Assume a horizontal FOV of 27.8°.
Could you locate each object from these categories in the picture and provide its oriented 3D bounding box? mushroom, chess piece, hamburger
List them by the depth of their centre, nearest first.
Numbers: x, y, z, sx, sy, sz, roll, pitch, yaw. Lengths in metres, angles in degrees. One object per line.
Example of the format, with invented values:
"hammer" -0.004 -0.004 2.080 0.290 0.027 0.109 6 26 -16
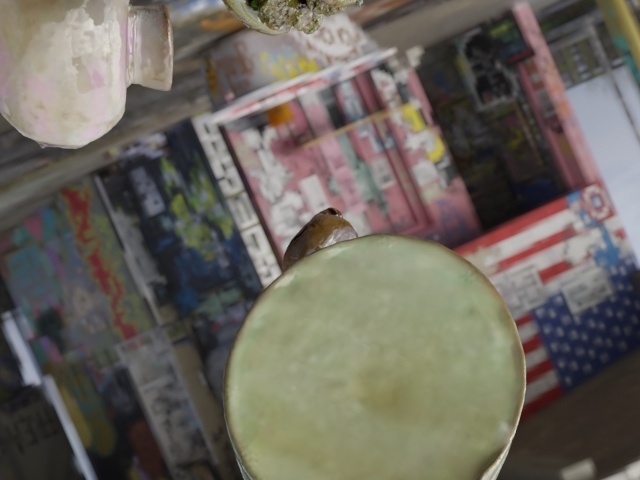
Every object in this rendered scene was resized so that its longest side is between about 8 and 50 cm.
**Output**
"chess piece" 0.043 0.191 1.125 0.234 0.234 0.442 -24 156 -10
"hamburger" -0.029 -0.296 1.357 0.131 0.159 0.185 -21 -175 38
"mushroom" 0.010 0.001 1.428 0.072 0.088 0.129 3 -144 23
"mushroom" -0.285 -0.214 1.506 0.236 0.162 0.173 -2 159 -12
